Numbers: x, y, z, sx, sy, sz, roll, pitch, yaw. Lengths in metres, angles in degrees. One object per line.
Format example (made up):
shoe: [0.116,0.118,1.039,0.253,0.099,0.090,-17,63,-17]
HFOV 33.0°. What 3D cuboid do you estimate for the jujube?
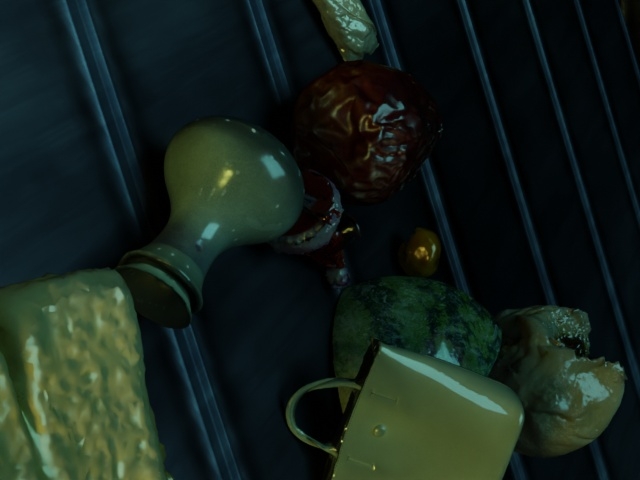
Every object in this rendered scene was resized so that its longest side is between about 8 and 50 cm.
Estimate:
jujube: [0.083,-0.171,1.652,0.342,0.216,0.216,-16,91,-63]

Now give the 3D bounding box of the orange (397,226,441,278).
orange: [0.163,0.023,1.791,0.062,0.086,0.086,1,76,-32]

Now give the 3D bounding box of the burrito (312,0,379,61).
burrito: [0.011,-0.408,1.746,0.082,0.059,0.275,-49,119,-35]

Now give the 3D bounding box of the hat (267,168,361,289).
hat: [0.004,-0.002,1.530,0.227,0.140,0.129,56,46,-48]

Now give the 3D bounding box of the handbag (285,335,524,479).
handbag: [0.108,0.265,1.472,0.315,0.109,0.241,16,98,-20]

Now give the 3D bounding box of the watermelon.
watermelon: [0.129,0.180,1.615,0.260,0.256,0.176,-65,175,-54]

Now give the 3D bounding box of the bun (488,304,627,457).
bun: [0.357,0.229,1.853,0.205,0.281,0.281,34,48,-24]

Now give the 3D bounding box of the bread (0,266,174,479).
bread: [-0.308,0.230,0.738,0.279,0.371,0.390,1,81,-60]

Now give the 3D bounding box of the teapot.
teapot: [-0.138,-0.021,1.287,0.183,0.183,0.251,53,51,-30]
